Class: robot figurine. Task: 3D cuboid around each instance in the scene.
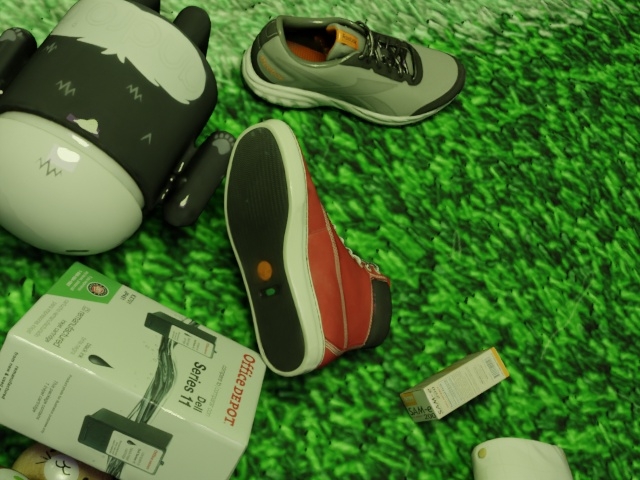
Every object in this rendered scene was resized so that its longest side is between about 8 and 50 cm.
[{"bbox_3d":[-0.208,-0.117,0.716,0.209,0.173,0.278,9,61,32],"label":"robot figurine"}]

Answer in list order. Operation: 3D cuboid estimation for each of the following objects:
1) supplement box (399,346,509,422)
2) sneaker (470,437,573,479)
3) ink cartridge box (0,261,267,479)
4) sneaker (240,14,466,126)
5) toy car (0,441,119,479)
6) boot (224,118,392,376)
[{"bbox_3d":[0.142,0.154,0.790,0.098,0.062,0.036,-24,82,-23],"label":"supplement box"},{"bbox_3d":[0.265,0.299,0.753,0.293,0.108,0.169,36,35,-28],"label":"sneaker"},{"bbox_3d":[-0.160,0.124,0.650,0.208,0.153,0.086,28,109,-8],"label":"ink cartridge box"},{"bbox_3d":[0.050,-0.201,0.859,0.272,0.108,0.100,1,70,-19],"label":"sneaker"},{"bbox_3d":[-0.225,0.206,0.623,0.155,0.149,0.188,40,50,14],"label":"toy car"},{"bbox_3d":[0.000,0.000,0.755,0.176,0.088,0.244,-9,89,-51],"label":"boot"}]
